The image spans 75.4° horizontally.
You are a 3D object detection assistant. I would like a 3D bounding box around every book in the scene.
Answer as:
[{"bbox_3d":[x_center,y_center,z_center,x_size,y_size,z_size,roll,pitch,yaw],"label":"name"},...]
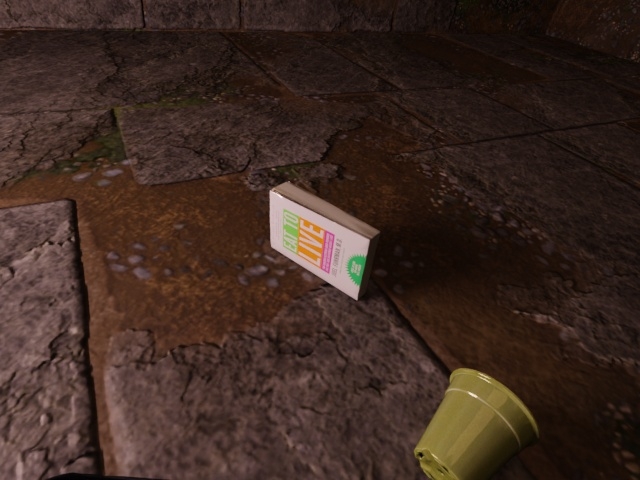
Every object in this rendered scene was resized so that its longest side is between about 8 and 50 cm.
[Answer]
[{"bbox_3d":[0.000,0.000,0.513,0.144,0.096,0.035,29,42,26],"label":"book"}]

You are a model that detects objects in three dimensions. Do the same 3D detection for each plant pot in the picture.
[{"bbox_3d":[0.122,0.165,0.345,0.079,0.083,0.083,-35,54,-27],"label":"plant pot"}]

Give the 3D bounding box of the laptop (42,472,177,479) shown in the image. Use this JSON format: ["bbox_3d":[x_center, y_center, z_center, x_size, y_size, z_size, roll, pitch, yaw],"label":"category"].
[{"bbox_3d":[-0.044,0.217,0.070,0.236,0.382,0.408,-37,69,3],"label":"laptop"}]
